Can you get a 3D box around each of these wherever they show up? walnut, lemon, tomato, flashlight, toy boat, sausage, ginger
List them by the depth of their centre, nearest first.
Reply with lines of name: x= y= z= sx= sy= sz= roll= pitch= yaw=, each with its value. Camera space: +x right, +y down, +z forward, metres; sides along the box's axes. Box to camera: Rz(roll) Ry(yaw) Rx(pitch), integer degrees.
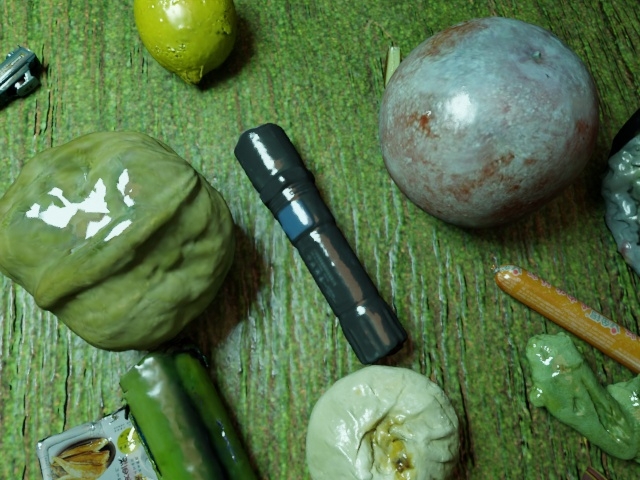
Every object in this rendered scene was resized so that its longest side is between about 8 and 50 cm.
walnut: x=-0.266 y=-0.007 z=0.599 sx=0.277 sy=0.282 sz=0.253 roll=-43 pitch=41 yaw=-18
ginger: x=0.441 y=0.248 z=0.658 sx=0.289 sy=0.089 sz=0.137 roll=25 pitch=93 yaw=9
tomato: x=0.245 y=-0.175 z=0.672 sx=0.316 sy=0.282 sz=0.317 roll=4 pitch=63 yaw=-8
flashlight: x=0.000 y=0.000 z=0.695 sx=0.103 sy=0.103 sz=0.424 roll=-30 pitch=79 yaw=-11
sausage: x=0.431 y=0.135 z=0.701 sx=0.347 sy=0.053 sz=0.053 roll=32 pitch=75 yaw=6
lemon: x=-0.230 y=-0.378 z=0.751 sx=0.173 sy=0.173 sz=0.206 roll=-9 pitch=98 yaw=-5
toy boat: x=-0.551 y=-0.275 z=0.763 sx=0.060 sy=0.055 sz=0.141 roll=41 pitch=75 yaw=-16

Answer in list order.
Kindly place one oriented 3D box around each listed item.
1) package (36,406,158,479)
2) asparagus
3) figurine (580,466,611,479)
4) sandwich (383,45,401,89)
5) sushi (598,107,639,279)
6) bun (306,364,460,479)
package: x=-0.303 y=0.339 z=0.618 sx=0.171 sy=0.027 sz=0.173 roll=-21 pitch=72 yaw=-8
asparagus: x=-0.153 y=0.323 z=0.592 sx=0.128 sy=0.108 sz=0.382 roll=-21 pitch=77 yaw=-34
figurine: x=0.454 y=0.398 z=0.608 sx=0.154 sy=0.098 sz=0.082 roll=28 pitch=71 yaw=8
sandwich: x=0.136 y=-0.324 z=0.823 sx=0.030 sy=0.044 sz=0.083 roll=5 pitch=117 yaw=3
sushi: x=0.650 y=-0.081 z=0.654 sx=0.285 sy=0.328 sz=0.329 roll=-11 pitch=58 yaw=-18
bun: x=0.086 y=0.280 z=0.592 sx=0.222 sy=0.127 sz=0.222 roll=0 pitch=89 yaw=4
